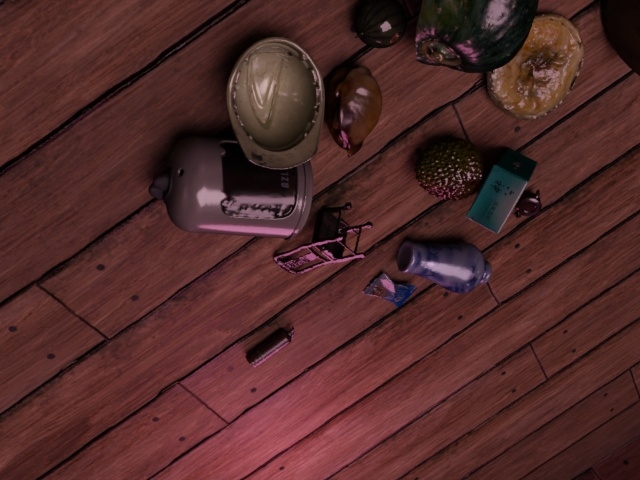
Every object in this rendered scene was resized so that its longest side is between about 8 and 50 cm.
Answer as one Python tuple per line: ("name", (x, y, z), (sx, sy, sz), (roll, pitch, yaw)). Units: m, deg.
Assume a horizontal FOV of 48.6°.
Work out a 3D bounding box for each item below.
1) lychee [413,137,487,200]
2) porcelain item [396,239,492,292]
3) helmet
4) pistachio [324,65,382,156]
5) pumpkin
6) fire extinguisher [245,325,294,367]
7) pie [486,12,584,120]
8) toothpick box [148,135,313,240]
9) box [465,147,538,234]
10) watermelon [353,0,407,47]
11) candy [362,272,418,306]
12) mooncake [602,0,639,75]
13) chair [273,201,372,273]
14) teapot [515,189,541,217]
("lychee", (0.311, -0.174, 1.715), (0.171, 0.171, 0.171), (-12, 127, -16))
("porcelain item", (0.339, 0.064, 1.914), (0.259, 0.141, 0.141), (13, 118, -20))
("helmet", (-0.104, -0.279, 1.452), (0.204, 0.137, 0.257), (-4, 101, -20))
("pistachio", (0.067, -0.281, 1.550), (0.165, 0.131, 0.210), (-46, 145, -44))
("pumpkin", (0.330, -0.464, 1.403), (0.263, 0.197, 0.293), (-63, 167, -9))
("fire extinguisher", (-0.125, 0.285, 1.922), (0.157, 0.045, 0.078), (-37, 158, 4))
("pie", (0.513, -0.410, 1.693), (0.274, 0.055, 0.274), (-12, 127, -16))
("toothpick box", (-0.199, -0.111, 1.506), (0.317, 0.229, 0.229), (2, 122, -23))
("box", (0.452, -0.128, 1.754), (0.245, 0.092, 0.153), (-37, 154, -61))
("watermelon", (0.115, -0.443, 1.455), (0.133, 0.105, 0.105), (-33, 133, -25))
("candy", (0.194, 0.136, 1.959), (0.136, 0.038, 0.088), (23, 125, -27))
("mooncake", (0.792, -0.506, 1.600), (0.161, 0.290, 0.290), (-35, 130, -4))
("chair", (0.000, 0.000, 1.753), (0.229, 0.113, 0.106), (-13, 140, 36))
("teapot", (0.570, -0.100, 1.949), (0.068, 0.045, 0.100), (27, 130, -11))
